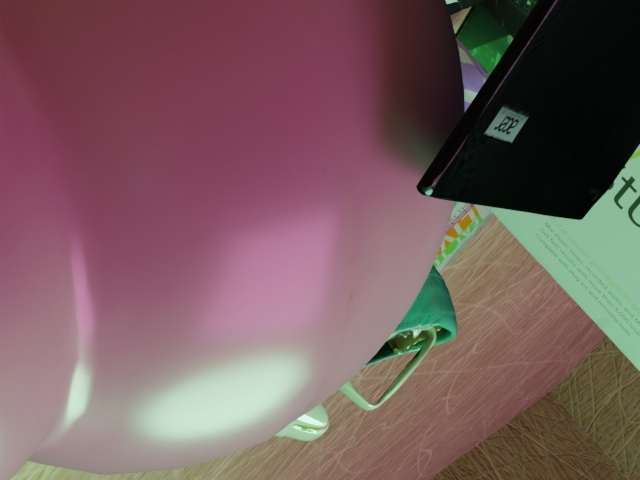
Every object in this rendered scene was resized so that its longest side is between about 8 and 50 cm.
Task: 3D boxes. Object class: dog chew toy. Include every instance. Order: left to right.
[{"bbox_3d":[-0.122,-0.012,0.486,0.332,0.206,0.206,-22,159,-35],"label":"dog chew toy"}]

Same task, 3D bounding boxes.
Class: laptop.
[{"bbox_3d":[0.079,-0.154,0.563,0.137,0.264,0.234,-20,174,16],"label":"laptop"}]

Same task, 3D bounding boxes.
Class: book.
[{"bbox_3d":[0.094,-0.013,1.499,0.096,0.035,0.144,-43,165,1],"label":"book"}]

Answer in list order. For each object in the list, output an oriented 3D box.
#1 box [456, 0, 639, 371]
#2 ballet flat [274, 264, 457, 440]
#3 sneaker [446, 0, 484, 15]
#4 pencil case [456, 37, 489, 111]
[{"bbox_3d":[0.193,-0.085,1.070,0.058,0.232,0.322,-34,165,-34],"label":"box"},{"bbox_3d":[0.001,0.097,1.394,0.247,0.087,0.083,-28,163,-20],"label":"ballet flat"},{"bbox_3d":[0.052,-0.131,0.870,0.217,0.079,0.121,-13,154,-49],"label":"sneaker"},{"bbox_3d":[0.016,-0.037,1.067,0.206,0.086,0.088,-39,-165,-6],"label":"pencil case"}]
